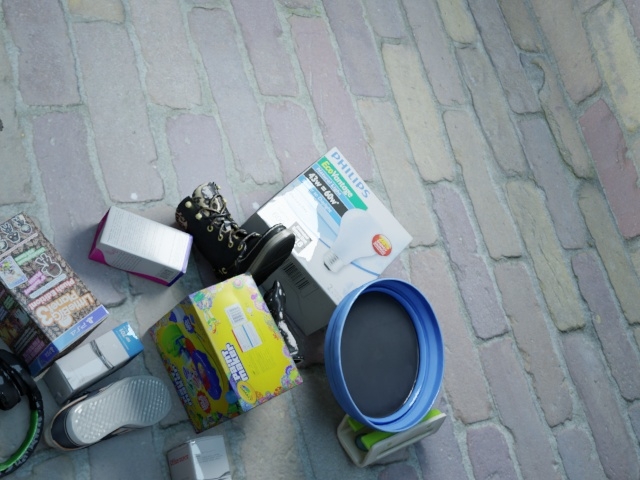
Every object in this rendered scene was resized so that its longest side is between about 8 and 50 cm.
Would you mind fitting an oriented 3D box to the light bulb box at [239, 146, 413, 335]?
[{"bbox_3d":[0.000,0.000,2.207,0.358,0.225,0.361,49,53,-4],"label":"light bulb box"}]

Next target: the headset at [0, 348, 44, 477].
[{"bbox_3d":[-0.709,0.300,1.638,0.243,0.185,0.394,-15,89,-37],"label":"headset"}]

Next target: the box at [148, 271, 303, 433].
[{"bbox_3d":[-0.233,0.272,1.896,0.177,0.279,0.290,-21,80,-37],"label":"box"}]

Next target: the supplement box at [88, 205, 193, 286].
[{"bbox_3d":[-0.447,0.017,1.984,0.220,0.111,0.114,21,58,-24],"label":"supplement box"}]

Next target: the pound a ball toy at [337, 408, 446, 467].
[{"bbox_3d":[0.187,0.473,2.188,0.319,0.136,0.208,-14,51,-36],"label":"pound a ball toy"}]

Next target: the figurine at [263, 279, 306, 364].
[{"bbox_3d":[-0.126,0.232,2.030,0.092,0.215,0.209,-2,67,-26],"label":"figurine"}]

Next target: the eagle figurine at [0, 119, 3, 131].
[{"bbox_3d":[-0.862,-0.242,1.795,0.225,0.226,0.298,10,67,-6],"label":"eagle figurine"}]

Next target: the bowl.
[{"bbox_3d":[0.166,0.292,2.049,0.391,0.077,0.391,8,78,-41],"label":"bowl"}]

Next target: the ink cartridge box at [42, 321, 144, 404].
[{"bbox_3d":[-0.514,0.278,1.800,0.190,0.139,0.082,-29,84,-38],"label":"ink cartridge box"}]

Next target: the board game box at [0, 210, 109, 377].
[{"bbox_3d":[-0.636,0.123,1.737,0.291,0.232,0.141,51,52,-3],"label":"board game box"}]

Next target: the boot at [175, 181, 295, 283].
[{"bbox_3d":[-0.224,-0.020,1.990,0.138,0.377,0.284,-32,82,-29],"label":"boot"}]

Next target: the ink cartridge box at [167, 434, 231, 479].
[{"bbox_3d":[-0.268,0.567,1.812,0.092,0.158,0.218,-6,72,-33],"label":"ink cartridge box"}]

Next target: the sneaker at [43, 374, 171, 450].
[{"bbox_3d":[-0.480,0.386,1.796,0.321,0.127,0.126,-4,75,-60],"label":"sneaker"}]
